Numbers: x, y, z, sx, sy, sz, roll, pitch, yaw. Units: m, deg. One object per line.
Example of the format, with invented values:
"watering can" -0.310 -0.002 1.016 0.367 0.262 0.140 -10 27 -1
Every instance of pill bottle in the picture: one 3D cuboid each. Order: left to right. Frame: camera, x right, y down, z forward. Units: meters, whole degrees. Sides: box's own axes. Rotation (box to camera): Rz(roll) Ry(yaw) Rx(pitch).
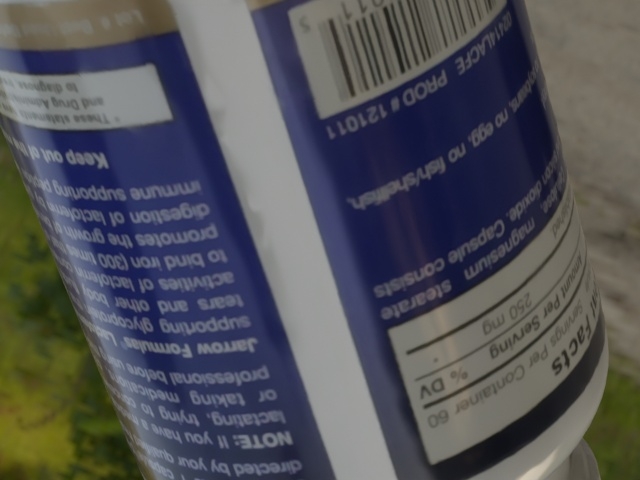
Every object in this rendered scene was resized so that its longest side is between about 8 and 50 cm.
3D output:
"pill bottle" 0.000 0.000 0.554 0.153 0.153 0.264 9 126 43
